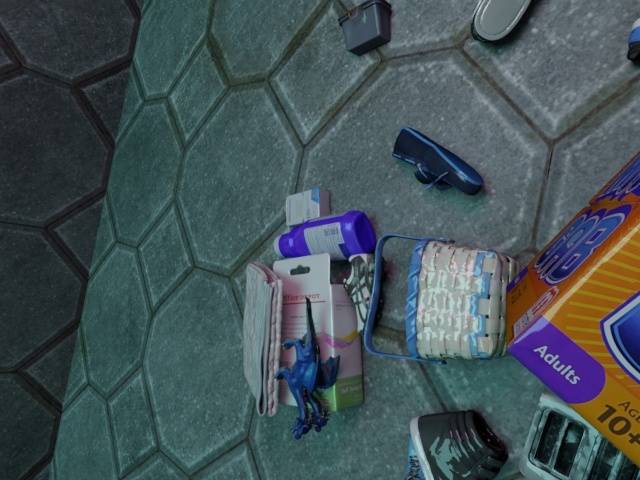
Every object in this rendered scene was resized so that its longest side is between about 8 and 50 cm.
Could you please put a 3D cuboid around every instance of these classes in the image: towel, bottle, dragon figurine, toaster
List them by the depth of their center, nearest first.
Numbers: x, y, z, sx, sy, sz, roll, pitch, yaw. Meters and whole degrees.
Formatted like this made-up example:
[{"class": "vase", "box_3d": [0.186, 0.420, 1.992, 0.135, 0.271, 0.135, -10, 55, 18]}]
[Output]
[{"class": "toaster", "box_3d": [0.423, 0.333, 0.674, 0.168, 0.110, 0.186, 20, 96, 42]}, {"class": "dragon figurine", "box_3d": [-0.015, 0.274, 0.920, 0.144, 0.085, 0.289, 24, 99, 39]}, {"class": "bottle", "box_3d": [0.000, 0.000, 1.098, 0.282, 0.092, 0.118, -10, 109, 40]}, {"class": "towel", "box_3d": [-0.159, 0.236, 1.111, 0.317, 0.053, 0.332, -168, 81, -73]}]

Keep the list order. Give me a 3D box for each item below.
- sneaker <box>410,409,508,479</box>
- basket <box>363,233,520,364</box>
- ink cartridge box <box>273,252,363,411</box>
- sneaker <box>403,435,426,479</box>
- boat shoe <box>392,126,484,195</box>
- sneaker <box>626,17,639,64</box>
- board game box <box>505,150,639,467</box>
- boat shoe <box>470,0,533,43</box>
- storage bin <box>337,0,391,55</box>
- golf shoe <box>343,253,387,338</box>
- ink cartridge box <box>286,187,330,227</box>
[{"class": "sneaker", "box_3d": [0.286, 0.452, 0.775, 0.146, 0.104, 0.296, -33, 65, 27]}, {"class": "basket", "box_3d": [0.218, 0.118, 0.827, 0.288, 0.201, 0.255, 4, 84, 39]}, {"class": "ink cartridge box", "box_3d": [-0.012, 0.219, 1.061, 0.207, 0.119, 0.354, -10, 77, 39]}, {"class": "sneaker", "box_3d": [0.200, 0.477, 0.863, 0.063, 0.073, 0.162, -11, 74, 39]}, {"class": "boat shoe", "box_3d": [0.250, -0.158, 0.933, 0.089, 0.109, 0.258, -61, 34, 23]}, {"class": "sneaker", "box_3d": [0.583, -0.325, 0.686, 0.152, 0.058, 0.085, 12, 85, 45]}, {"class": "board game box", "box_3d": [0.463, 0.072, 0.450, 0.356, 0.356, 0.356, 43, 108, 15]}, {"class": "boat shoe", "box_3d": [0.411, -0.538, 0.846, 0.114, 0.091, 0.302, 40, 109, -9]}, {"class": "storage bin", "box_3d": [0.117, -0.553, 1.113, 0.135, 0.098, 0.091, -10, 86, 39]}, {"class": "golf shoe", "box_3d": [0.097, 0.125, 0.997, 0.093, 0.077, 0.198, 11, 97, 30]}, {"class": "ink cartridge box", "box_3d": [-0.035, -0.087, 1.181, 0.122, 0.052, 0.089, -9, 76, 38]}]
